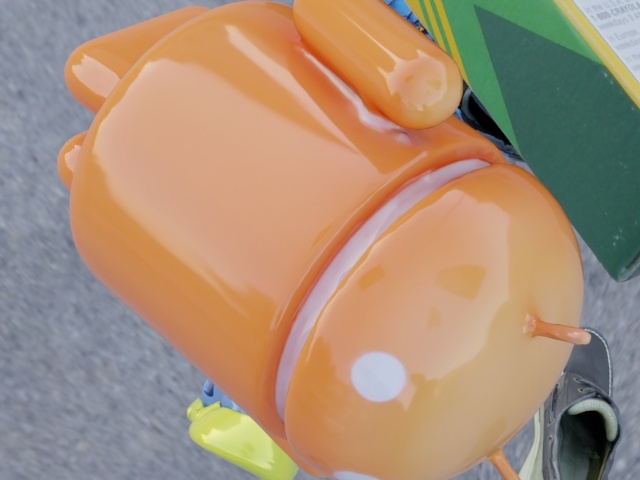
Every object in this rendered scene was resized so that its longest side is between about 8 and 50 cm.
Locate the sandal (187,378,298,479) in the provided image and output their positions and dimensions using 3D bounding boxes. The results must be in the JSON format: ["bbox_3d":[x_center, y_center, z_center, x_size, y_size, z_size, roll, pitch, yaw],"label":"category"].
[{"bbox_3d":[-0.045,0.144,1.409,0.126,0.317,0.138,29,84,-6],"label":"sandal"}]

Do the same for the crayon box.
[{"bbox_3d":[0.134,-0.154,0.729,0.203,0.083,0.323,-20,66,-33],"label":"crayon box"}]

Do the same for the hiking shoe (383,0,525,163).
[{"bbox_3d":[0.122,-0.172,1.390,0.304,0.132,0.113,30,102,-7],"label":"hiking shoe"}]

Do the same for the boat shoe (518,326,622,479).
[{"bbox_3d":[0.221,0.158,1.278,0.080,0.073,0.223,34,48,-13],"label":"boat shoe"}]

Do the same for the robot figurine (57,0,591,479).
[{"bbox_3d":[0.000,-0.001,0.529,0.219,0.128,0.158,39,97,27],"label":"robot figurine"}]
